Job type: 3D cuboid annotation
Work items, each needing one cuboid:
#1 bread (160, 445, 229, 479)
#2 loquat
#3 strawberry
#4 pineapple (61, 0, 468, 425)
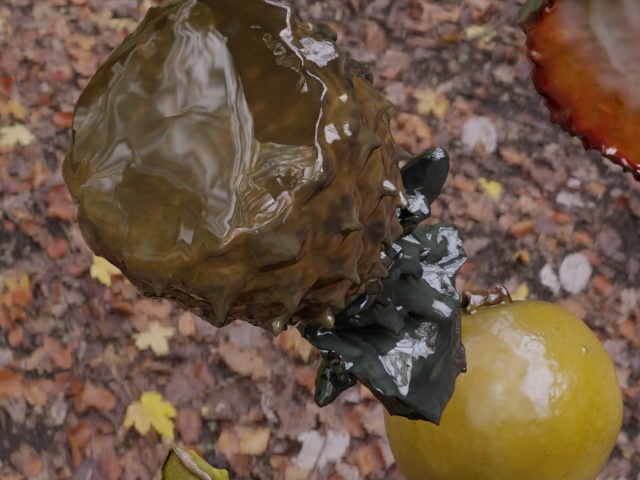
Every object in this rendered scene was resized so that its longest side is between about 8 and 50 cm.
[{"bbox_3d":[-0.104,0.358,1.421,0.233,0.161,0.088,38,40,24],"label":"bread"},{"bbox_3d":[0.205,0.182,1.350,0.274,0.275,0.275,3,55,-4],"label":"loquat"},{"bbox_3d":[0.382,-0.216,1.379,0.265,0.336,0.149,-30,21,17],"label":"strawberry"},{"bbox_3d":[0.000,0.000,0.452,0.111,0.237,0.119,30,87,27],"label":"pineapple"}]
